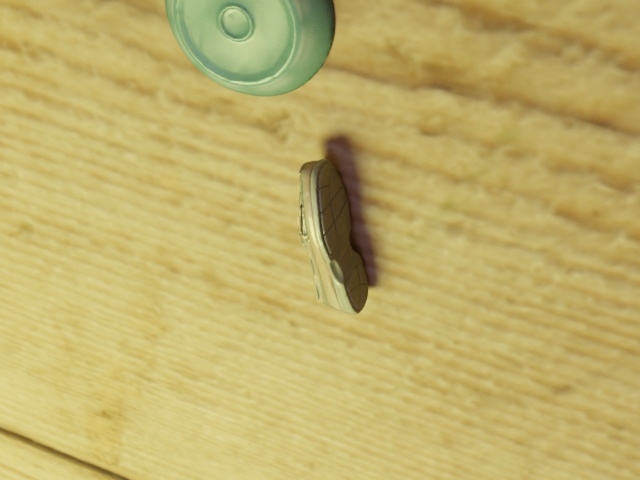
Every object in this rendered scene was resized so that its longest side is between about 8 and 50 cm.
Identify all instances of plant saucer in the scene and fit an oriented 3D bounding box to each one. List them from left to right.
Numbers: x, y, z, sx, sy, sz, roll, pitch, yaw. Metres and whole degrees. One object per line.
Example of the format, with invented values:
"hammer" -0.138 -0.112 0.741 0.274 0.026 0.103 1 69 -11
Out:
"plant saucer" -0.051 -0.143 0.641 0.119 0.021 0.119 12 127 16

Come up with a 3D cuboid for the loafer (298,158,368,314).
"loafer" 0.000 0.000 0.706 0.039 0.045 0.125 3 127 30
